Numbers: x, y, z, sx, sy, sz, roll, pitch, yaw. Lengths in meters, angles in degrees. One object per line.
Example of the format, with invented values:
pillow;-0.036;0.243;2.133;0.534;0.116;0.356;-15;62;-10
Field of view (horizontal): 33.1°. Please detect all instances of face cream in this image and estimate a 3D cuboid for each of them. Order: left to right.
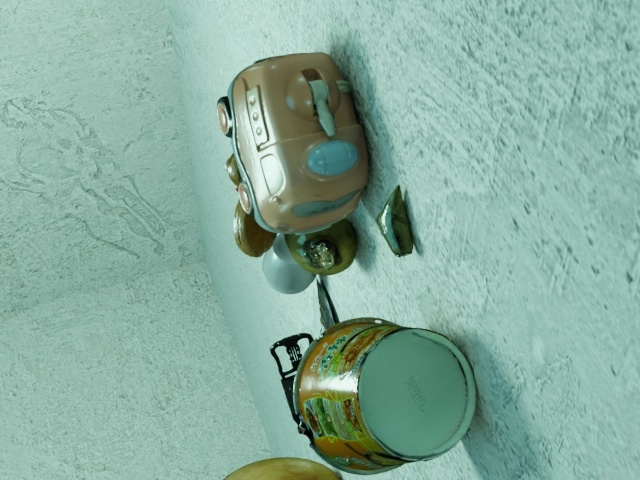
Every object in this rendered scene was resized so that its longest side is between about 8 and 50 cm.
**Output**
face cream;-0.062;0.046;2.240;0.104;0.117;0.117;101;153;-49

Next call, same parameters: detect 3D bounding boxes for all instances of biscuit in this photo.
biscuit;-0.100;-0.132;1.854;0.205;0.049;0.324;6;-91;-61

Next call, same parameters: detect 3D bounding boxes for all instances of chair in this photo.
chair;-0.036;0.319;2.407;0.229;0.106;0.113;74;174;-52

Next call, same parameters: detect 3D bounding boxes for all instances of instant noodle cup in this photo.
instant noodle cup;0.098;0.213;1.483;0.182;0.230;0.230;159;96;-68

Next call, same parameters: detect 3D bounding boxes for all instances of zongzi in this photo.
zongzi;0.115;-0.026;1.527;0.076;0.040;0.083;62;146;26

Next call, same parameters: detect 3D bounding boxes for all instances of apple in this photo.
apple;-0.088;0.723;2.683;0.391;0.346;0.391;59;164;28

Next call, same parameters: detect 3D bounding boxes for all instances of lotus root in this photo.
lotus root;0.000;0.000;1.873;0.221;0.125;0.118;-118;43;-66

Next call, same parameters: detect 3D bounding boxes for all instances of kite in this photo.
kite;0.016;0.208;2.335;0.285;0.015;0.152;92;162;-52

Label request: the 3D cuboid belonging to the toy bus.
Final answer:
toy bus;-0.025;-0.160;1.677;0.232;0.194;0.288;-23;81;66
